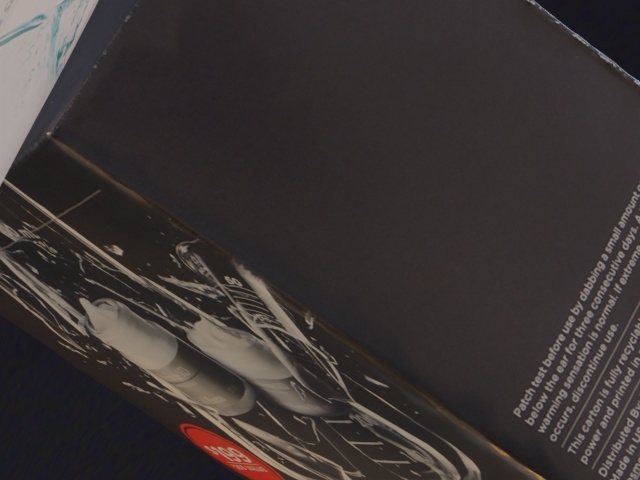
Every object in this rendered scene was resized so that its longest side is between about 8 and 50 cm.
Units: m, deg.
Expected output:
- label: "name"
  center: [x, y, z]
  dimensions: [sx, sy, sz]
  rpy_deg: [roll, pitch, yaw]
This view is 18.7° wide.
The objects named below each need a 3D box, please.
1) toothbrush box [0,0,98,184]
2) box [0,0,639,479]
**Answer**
- label: "toothbrush box"
  center: [-0.161, -0.005, 0.334]
  dimensions: [0.126, 0.216, 0.295]
  rpy_deg: [25, -96, 11]
- label: "box"
  center: [0.000, 0.000, 0.932]
  dimensions: [0.312, 0.343, 0.179]
  rpy_deg: [36, -109, -13]
